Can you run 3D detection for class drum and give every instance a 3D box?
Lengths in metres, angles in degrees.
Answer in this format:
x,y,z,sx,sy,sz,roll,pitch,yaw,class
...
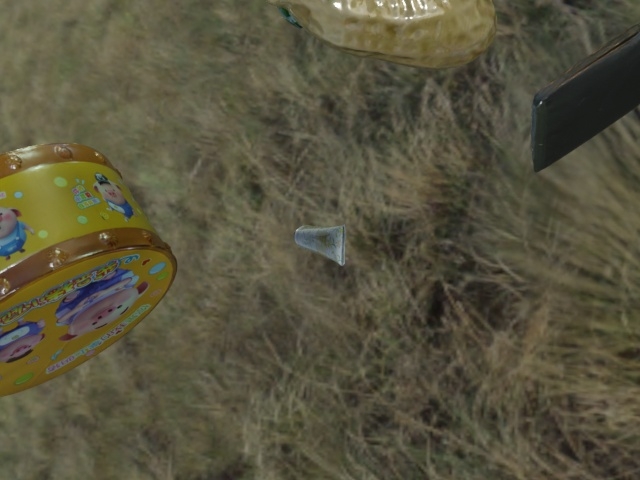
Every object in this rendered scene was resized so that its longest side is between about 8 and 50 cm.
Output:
x,y,z,sx,sy,sz,roll,pitch,yaw,class
-0.461,0.056,1.385,0.214,0.431,0.431,55,138,17,drum

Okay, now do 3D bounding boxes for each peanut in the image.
x,y,z,sx,sy,sz,roll,pitch,yaw,class
0.074,-0.309,1.122,0.140,0.325,0.153,-102,30,-68,peanut

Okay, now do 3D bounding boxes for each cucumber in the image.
x,y,z,sx,sy,sz,roll,pitch,yaw,class
-0.075,-0.471,1.683,0.168,0.039,0.039,58,162,-18,cucumber

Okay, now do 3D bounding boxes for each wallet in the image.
x,y,z,sx,sy,sz,roll,pitch,yaw,class
0.414,-0.218,1.332,0.052,0.245,0.169,46,162,36,wallet

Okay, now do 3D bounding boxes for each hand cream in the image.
x,y,z,sx,sy,sz,roll,pitch,yaw,class
0.000,0.000,1.494,0.194,0.042,0.067,-168,83,-68,hand cream
